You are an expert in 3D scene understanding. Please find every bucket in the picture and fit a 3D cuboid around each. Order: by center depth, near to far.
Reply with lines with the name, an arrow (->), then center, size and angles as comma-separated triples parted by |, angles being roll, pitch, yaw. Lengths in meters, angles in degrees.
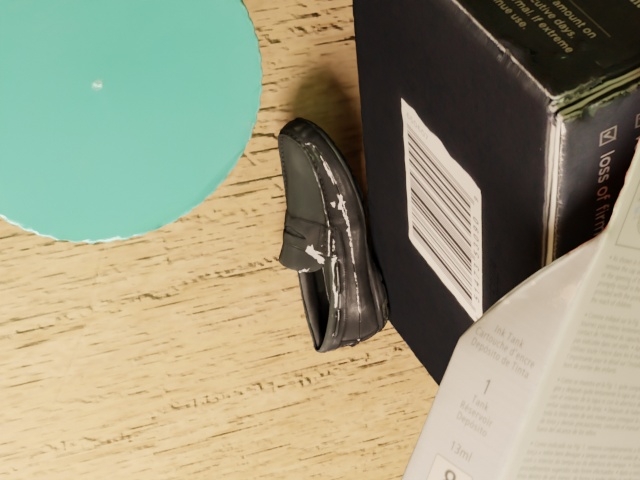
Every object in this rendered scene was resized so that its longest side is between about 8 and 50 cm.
bucket -> -0.178, -0.141, 1.220 | 0.281, 0.183, 0.281 | -5, 113, -12

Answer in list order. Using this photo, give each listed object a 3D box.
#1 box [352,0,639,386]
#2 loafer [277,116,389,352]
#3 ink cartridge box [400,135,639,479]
box -> 0.300, -0.102, 1.335 | 0.472, 0.297, 0.480 | -24, 140, -16
loafer -> 0.000, 0.000, 1.437 | 0.078, 0.076, 0.223 | -29, 120, -23
ink cartridge box -> 0.240, 0.053, 1.173 | 0.308, 0.091, 0.385 | 10, 105, -44
